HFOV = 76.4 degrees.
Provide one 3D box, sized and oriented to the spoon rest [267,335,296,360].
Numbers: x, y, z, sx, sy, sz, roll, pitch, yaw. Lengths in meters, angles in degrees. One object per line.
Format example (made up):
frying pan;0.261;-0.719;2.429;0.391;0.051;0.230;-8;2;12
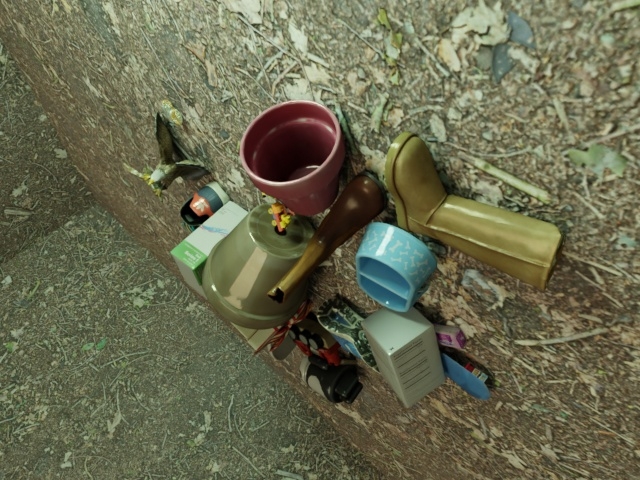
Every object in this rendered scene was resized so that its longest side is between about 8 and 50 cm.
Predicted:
spoon rest;-0.127;0.382;1.630;0.084;0.276;0.137;-9;96;23

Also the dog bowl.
dog bowl;0.154;0.072;0.896;0.165;0.074;0.297;29;161;19

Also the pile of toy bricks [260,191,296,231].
pile of toy bricks;-0.080;-0.140;1.002;0.105;0.118;0.212;-7;110;24

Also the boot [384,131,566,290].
boot;0.248;-0.051;0.655;0.269;0.089;0.236;27;160;34

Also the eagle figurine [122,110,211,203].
eagle figurine;-0.515;-0.261;1.390;0.226;0.225;0.298;17;137;-39

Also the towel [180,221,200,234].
towel;-0.449;0.047;1.743;0.370;0.040;0.271;51;175;-14

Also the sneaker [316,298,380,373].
sneaker;0.139;0.312;1.289;0.330;0.130;0.147;36;166;26

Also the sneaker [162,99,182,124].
sneaker;-0.452;-0.392;1.248;0.083;0.032;0.037;58;165;-12

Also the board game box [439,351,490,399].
board game box;0.376;0.346;1.068;0.168;0.033;0.133;35;156;32

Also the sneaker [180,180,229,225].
sneaker;-0.452;-0.105;1.502;0.131;0.148;0.350;48;153;-4

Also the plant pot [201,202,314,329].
plant pot;-0.155;0.049;1.168;0.323;0.323;0.280;41;136;9

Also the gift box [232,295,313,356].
gift box;-0.196;0.228;1.395;0.258;0.255;0.276;42;-177;6

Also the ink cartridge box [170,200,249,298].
ink cartridge box;-0.350;0.032;1.404;0.117;0.278;0.201;31;150;21

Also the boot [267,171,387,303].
boot;0.000;0.000;0.852;0.096;0.280;0.264;47;153;-2

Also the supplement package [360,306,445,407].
supplement package;0.220;0.292;1.064;0.139;0.133;0.244;45;162;51

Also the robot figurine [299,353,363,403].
robot figurine;0.037;0.561;1.684;0.278;0.173;0.209;19;108;41

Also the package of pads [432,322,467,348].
package of pads;0.313;0.235;1.003;0.083;0.032;0.050;-1;127;55

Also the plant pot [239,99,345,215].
plant pot;-0.041;-0.149;0.830;0.201;0.201;0.180;33;166;25

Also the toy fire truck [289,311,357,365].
toy fire truck;0.018;0.410;1.571;0.217;0.158;0.247;6;123;51
